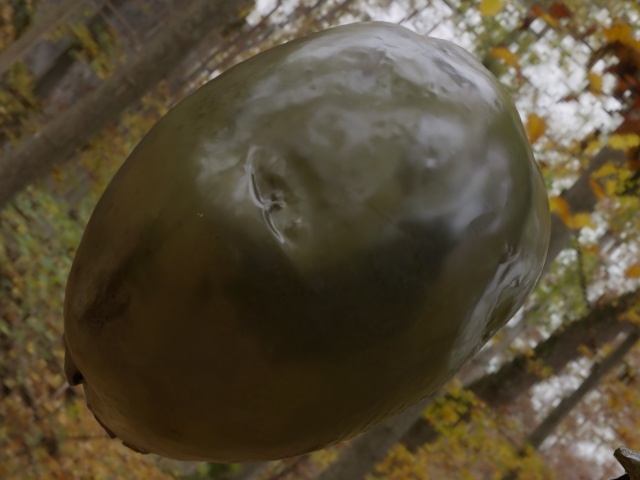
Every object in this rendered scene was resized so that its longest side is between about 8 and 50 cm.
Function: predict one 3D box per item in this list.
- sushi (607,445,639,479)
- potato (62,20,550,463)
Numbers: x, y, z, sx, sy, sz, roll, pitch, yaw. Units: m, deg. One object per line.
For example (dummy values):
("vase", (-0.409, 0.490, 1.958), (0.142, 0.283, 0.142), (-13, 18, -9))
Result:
("sushi", (0.180, 0.120, 0.443), (0.176, 0.417, 0.417), (56, -12, 10))
("potato", (0.000, 0.000, 0.727), (0.221, 0.326, 0.243), (54, -32, 22))
